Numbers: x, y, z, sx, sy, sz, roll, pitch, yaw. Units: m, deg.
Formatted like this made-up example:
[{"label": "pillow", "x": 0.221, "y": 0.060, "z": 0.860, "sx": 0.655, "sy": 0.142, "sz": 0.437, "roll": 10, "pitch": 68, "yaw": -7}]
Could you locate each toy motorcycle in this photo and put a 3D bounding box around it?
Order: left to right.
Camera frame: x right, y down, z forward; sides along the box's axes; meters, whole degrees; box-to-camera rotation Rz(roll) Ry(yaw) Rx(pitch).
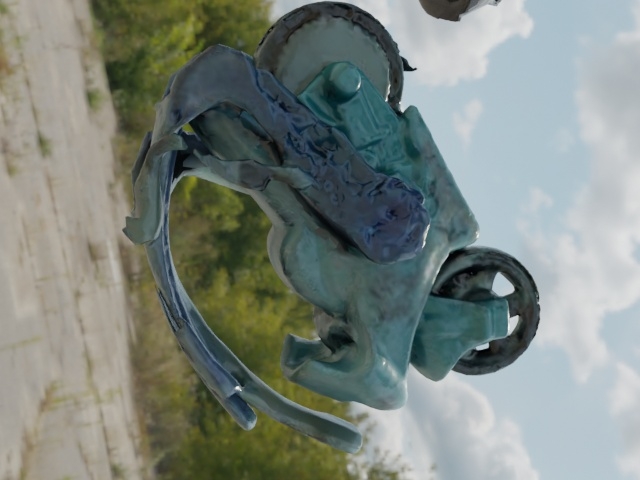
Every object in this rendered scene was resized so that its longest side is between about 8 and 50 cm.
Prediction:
[{"label": "toy motorcycle", "x": 0.000, "y": 0.000, "z": 0.605, "sx": 0.260, "sy": 0.206, "sz": 0.154, "roll": 59, "pitch": -7, "yaw": -12}]

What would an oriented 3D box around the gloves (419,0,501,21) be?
[{"label": "gloves", "x": 0.156, "y": -0.280, "z": 0.716, "sx": 0.119, "sy": 0.142, "sz": 0.285, "roll": -70, "pitch": -177, "yaw": -59}]
